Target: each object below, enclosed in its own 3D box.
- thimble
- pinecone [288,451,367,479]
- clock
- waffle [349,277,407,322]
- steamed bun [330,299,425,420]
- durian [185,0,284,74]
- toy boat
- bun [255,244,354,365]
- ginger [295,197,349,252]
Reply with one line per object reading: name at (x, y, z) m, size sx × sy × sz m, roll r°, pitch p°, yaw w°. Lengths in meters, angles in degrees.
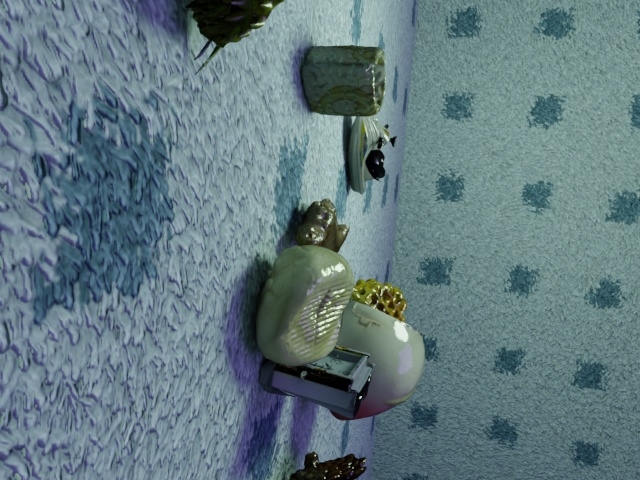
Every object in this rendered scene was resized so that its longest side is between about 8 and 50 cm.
thimble at (0.051, -0.326, 0.983) m, size 0.190 × 0.143 × 0.137 m, roll 8°, pitch 90°, yaw -75°
pinecone at (0.016, 0.629, 1.077) m, size 0.298 × 0.242 × 0.296 m, roll 74°, pitch 24°, yaw -71°
clock at (0.001, 0.269, 0.978) m, size 0.253 × 0.186 × 0.083 m, roll 6°, pitch 95°, yaw -75°
waffle at (0.154, 0.288, 1.541) m, size 0.261 × 0.151 × 0.324 m, roll 6°, pitch 94°, yaw -44°
steamed bun at (0.108, 0.328, 1.263) m, size 0.309 × 0.309 × 0.309 m, roll 7°, pitch 90°, yaw -76°
durian at (-0.050, -0.362, 0.569) m, size 0.169 × 0.158 × 0.352 m, roll 97°, pitch 4°, yaw -57°
toy boat at (0.144, -0.263, 1.421) m, size 0.269 × 0.140 × 0.141 m, roll 102°, pitch 5°, yaw -51°
bun at (-0.036, 0.107, 0.867) m, size 0.229 × 0.145 × 0.229 m, roll -31°, pitch 138°, yaw -33°
ginger at (0.000, -0.001, 1.080) m, size 0.333 × 0.080 × 0.166 m, roll 63°, pitch 50°, yaw -77°
